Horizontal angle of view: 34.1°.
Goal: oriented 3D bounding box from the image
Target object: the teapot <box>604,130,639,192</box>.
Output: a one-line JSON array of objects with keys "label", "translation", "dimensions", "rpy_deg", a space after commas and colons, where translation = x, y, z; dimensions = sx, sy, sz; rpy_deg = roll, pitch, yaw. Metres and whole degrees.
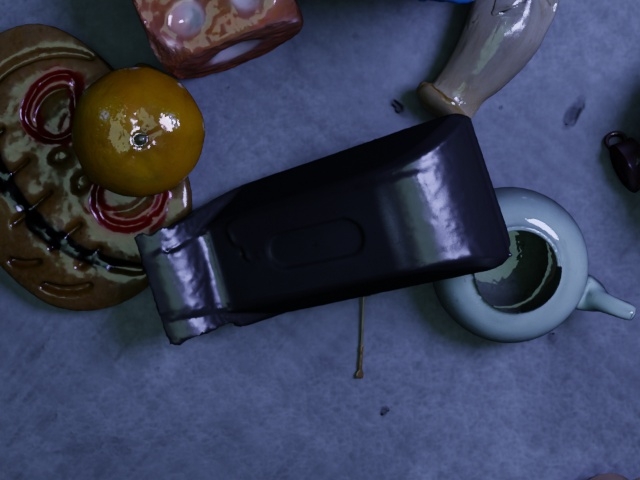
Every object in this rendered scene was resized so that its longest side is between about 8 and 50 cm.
[{"label": "teapot", "translation": [0.391, -0.099, 1.299], "dimensions": [0.045, 0.068, 0.100], "rpy_deg": [-25, 60, 0]}]

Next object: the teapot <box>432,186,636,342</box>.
[{"label": "teapot", "translation": [0.232, 0.031, 1.281], "dimensions": [0.294, 0.129, 0.193], "rpy_deg": [21, 95, -1]}]

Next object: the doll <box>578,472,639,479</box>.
[{"label": "doll", "translation": [0.434, 0.388, 1.326], "dimensions": [0.278, 0.119, 0.154], "rpy_deg": [17, 96, -10]}]

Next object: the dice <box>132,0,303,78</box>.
[{"label": "dice", "translation": [-0.131, -0.303, 1.241], "dimensions": [0.174, 0.174, 0.179], "rpy_deg": [-24, 90, 4]}]

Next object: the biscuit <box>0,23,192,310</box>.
[{"label": "biscuit", "translation": [-0.313, -0.101, 1.317], "dimensions": [0.314, 0.063, 0.367], "rpy_deg": [-38, 93, 6]}]

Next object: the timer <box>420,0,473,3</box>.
[{"label": "timer", "translation": [0.056, -0.372, 1.154], "dimensions": [0.340, 0.309, 0.115], "rpy_deg": [27, 113, 5]}]

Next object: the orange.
[{"label": "orange", "translation": [-0.214, -0.126, 1.226], "dimensions": [0.156, 0.124, 0.156], "rpy_deg": [-1, 102, -6]}]

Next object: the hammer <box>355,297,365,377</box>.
[{"label": "hammer", "translation": [0.054, 0.119, 1.353], "dimensions": [0.029, 0.014, 0.123], "rpy_deg": [4, 98, 10]}]

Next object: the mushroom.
[{"label": "mushroom", "translation": [0.213, -0.250, 1.273], "dimensions": [0.108, 0.096, 0.247], "rpy_deg": [27, 97, -11]}]

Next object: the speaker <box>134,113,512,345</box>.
[{"label": "speaker", "translation": [0.000, 0.000, 1.200], "dimensions": [0.388, 0.184, 0.180], "rpy_deg": [-16, 96, 34]}]
